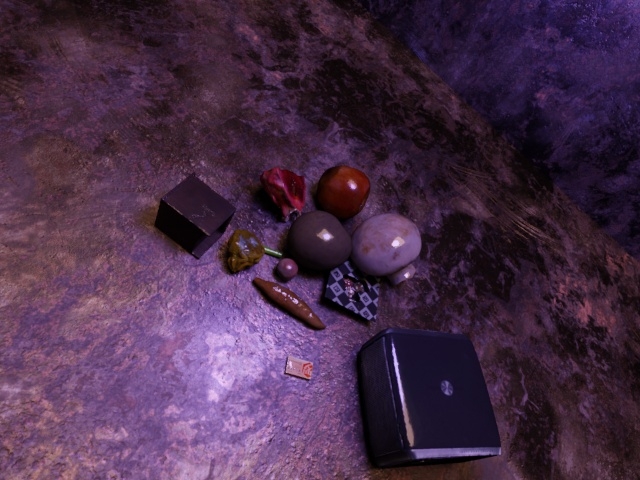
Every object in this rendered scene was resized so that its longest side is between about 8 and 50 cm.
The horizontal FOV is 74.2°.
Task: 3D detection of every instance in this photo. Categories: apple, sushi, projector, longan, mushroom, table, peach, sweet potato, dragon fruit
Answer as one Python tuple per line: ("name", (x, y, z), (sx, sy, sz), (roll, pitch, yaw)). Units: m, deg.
("apple", (0.096, -0.211, 1.795), (0.229, 0.230, 0.230), (15, 54, -21))
("sushi", (0.120, 0.192, 1.653), (0.231, 0.047, 0.220), (30, 45, -15))
("projector", (0.353, 0.529, 1.438), (0.394, 0.242, 0.406), (9, 54, -22))
("longan", (0.000, 0.000, 1.594), (0.248, 0.248, 0.248), (15, 54, -21))
("mushroom", (0.266, 0.047, 1.718), (0.298, 0.297, 0.290), (-57, 135, -41))
("table", (-0.421, -0.084, 1.440), (0.193, 0.169, 0.172), (38, 49, -2))
("peach", (-0.121, 0.104, 1.548), (0.083, 0.083, 0.083), (15, 54, -21))
("sweet potato", (-0.100, 0.217, 1.496), (0.314, 0.066, 0.072), (34, 90, -8))
("dragon fruit", (-0.149, -0.174, 1.681), (0.262, 0.134, 0.212), (8, 64, -69))

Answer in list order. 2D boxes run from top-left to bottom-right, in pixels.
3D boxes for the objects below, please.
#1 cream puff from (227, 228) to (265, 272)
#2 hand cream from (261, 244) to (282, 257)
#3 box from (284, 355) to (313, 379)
("cream puff", (-0.274, 0.040, 1.491), (0.146, 0.116, 0.146), (37, 20, -16))
("hand cream", (-0.203, 0.036, 1.585), (0.121, 0.023, 0.036), (20, 55, -13))
("box", (-0.071, 0.424, 1.408), (0.093, 0.015, 0.058), (21, 50, -16))
